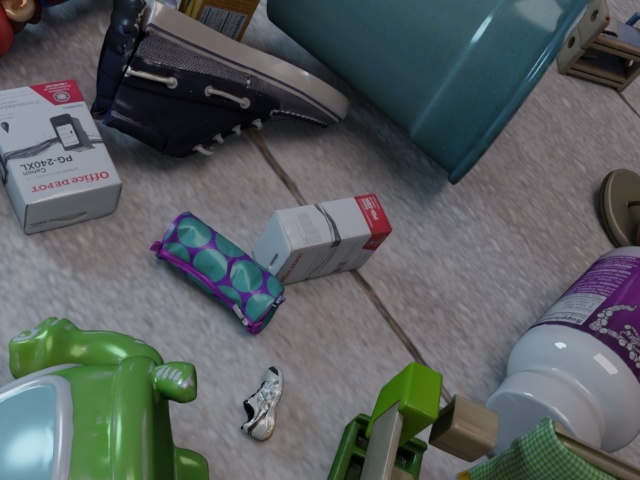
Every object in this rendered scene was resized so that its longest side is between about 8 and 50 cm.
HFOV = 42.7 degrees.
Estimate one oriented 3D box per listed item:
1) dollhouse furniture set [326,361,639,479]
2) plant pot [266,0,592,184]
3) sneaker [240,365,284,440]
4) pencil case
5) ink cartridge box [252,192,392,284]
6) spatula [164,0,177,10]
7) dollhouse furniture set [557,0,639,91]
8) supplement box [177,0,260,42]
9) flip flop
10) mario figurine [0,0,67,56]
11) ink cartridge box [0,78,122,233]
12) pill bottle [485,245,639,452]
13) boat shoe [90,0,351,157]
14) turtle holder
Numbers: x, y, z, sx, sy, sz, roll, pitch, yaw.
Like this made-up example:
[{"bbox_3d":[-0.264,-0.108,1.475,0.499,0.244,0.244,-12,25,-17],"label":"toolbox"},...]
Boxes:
[{"bbox_3d":[0.169,0.274,0.808,0.302,0.197,0.151,26,53,-7],"label":"dollhouse furniture set"},{"bbox_3d":[0.133,-0.303,1.060,0.334,0.341,0.341,34,53,2],"label":"plant pot"},{"bbox_3d":[-0.063,0.169,0.873,0.037,0.032,0.083,19,55,-13],"label":"sneaker"},{"bbox_3d":[-0.111,0.036,0.912,0.152,0.064,0.070,38,42,2],"label":"pencil case"},{"bbox_3d":[0.000,0.000,0.960,0.135,0.099,0.056,-11,66,-29],"label":"ink cartridge box"},{"bbox_3d":[-0.175,-0.340,0.999,0.084,0.296,0.030,26,19,16],"label":"spatula"},{"bbox_3d":[0.479,-0.375,1.376,0.129,0.129,0.183,12,57,-17],"label":"dollhouse furniture set"},{"bbox_3d":[-0.114,-0.329,1.025,0.080,0.233,0.078,8,59,-25],"label":"supplement box"},{"bbox_3d":[0.490,0.014,1.177,0.112,0.080,0.277,2,60,-23],"label":"flip flop"},{"bbox_3d":[-0.333,-0.341,0.970,0.320,0.198,0.170,-35,92,-39],"label":"mario figurine"},{"bbox_3d":[-0.300,-0.095,0.909,0.109,0.063,0.150,-18,69,-31],"label":"ink cartridge box"},{"bbox_3d":[0.330,0.145,0.974,0.301,0.169,0.169,-36,79,-35],"label":"pill bottle"},{"bbox_3d":[-0.122,-0.166,1.012,0.341,0.127,0.158,18,97,-36],"label":"boat shoe"},{"bbox_3d":[-0.208,0.196,0.669,0.227,0.243,0.320,-6,71,-7],"label":"turtle holder"}]
